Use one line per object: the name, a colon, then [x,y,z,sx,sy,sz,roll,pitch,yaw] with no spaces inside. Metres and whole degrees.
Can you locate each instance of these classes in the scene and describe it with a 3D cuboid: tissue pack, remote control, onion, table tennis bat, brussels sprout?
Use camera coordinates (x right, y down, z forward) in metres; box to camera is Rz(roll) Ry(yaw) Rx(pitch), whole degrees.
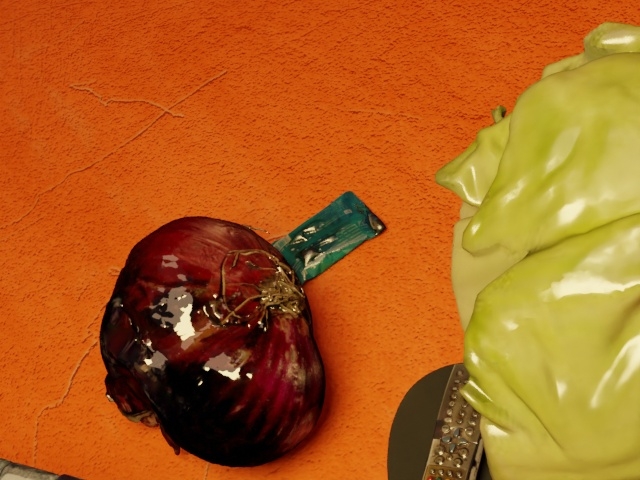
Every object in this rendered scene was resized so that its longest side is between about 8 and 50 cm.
tissue pack: [0.000,0.000,1.394,0.138,0.028,0.085,-34,49,-6]
remote control: [0.129,0.210,1.157,0.059,0.028,0.212,1,52,30]
onion: [-0.102,0.113,1.241,0.281,0.221,0.281,-7,79,37]
table tennis bat: [0.134,0.237,1.164,0.154,0.021,0.274,-6,52,21]
brussels sprout: [0.315,0.017,1.024,0.361,0.342,0.425,-9,64,27]

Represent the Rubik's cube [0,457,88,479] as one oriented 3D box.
Rubik's cube: [-0.292,0.374,1.083,0.286,0.292,0.293,8,58,28]
